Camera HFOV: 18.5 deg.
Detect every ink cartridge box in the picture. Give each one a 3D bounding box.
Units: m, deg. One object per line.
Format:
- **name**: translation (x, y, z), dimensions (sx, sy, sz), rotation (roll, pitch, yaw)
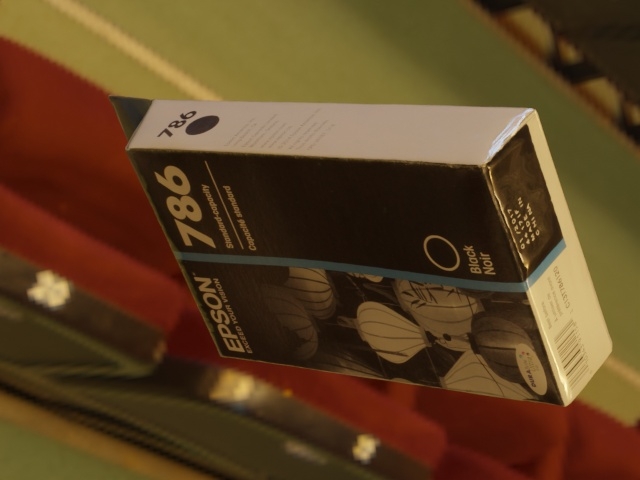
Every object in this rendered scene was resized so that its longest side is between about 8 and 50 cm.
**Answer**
- **ink cartridge box**: translation (0.000, 0.000, 1.161), dimensions (0.065, 0.333, 0.165), rotation (-45, 125, -36)
